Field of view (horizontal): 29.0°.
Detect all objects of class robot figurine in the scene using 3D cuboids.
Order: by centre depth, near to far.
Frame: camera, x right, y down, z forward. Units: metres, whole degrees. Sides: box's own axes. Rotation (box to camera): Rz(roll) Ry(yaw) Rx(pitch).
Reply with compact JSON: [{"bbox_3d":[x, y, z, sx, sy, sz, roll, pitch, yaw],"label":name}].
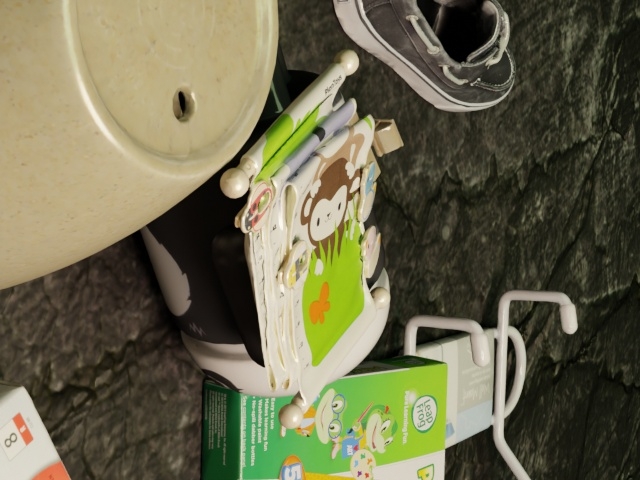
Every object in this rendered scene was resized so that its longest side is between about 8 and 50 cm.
[{"bbox_3d":[-0.050,-0.017,0.913,0.209,0.174,0.278,-41,125,-41],"label":"robot figurine"}]

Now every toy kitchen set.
[{"bbox_3d":[0.027,-0.071,1.100,0.075,0.068,0.083,-55,134,-36],"label":"toy kitchen set"}]

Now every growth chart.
[{"bbox_3d":[0.000,0.000,0.769,0.172,0.021,0.237,-55,149,-38],"label":"growth chart"}]

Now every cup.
[{"bbox_3d":[-0.164,-0.118,0.671,0.331,0.237,0.331,-9,100,-57],"label":"cup"}]

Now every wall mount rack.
[{"bbox_3d":[0.178,0.214,1.289,0.350,0.130,0.304,-9,101,-53],"label":"wall mount rack"}]

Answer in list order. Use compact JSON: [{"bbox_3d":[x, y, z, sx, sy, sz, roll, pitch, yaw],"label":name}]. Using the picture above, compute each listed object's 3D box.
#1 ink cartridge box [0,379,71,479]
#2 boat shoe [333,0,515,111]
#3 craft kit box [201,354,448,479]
[{"bbox_3d":[-0.231,0.198,0.785,0.179,0.045,0.145,-49,130,-44],"label":"ink cartridge box"},{"bbox_3d":[0.135,-0.202,1.210,0.301,0.102,0.108,25,73,-53],"label":"boat shoe"},{"bbox_3d":[0.007,0.235,1.075,0.247,0.061,0.249,-3,96,-45],"label":"craft kit box"}]
